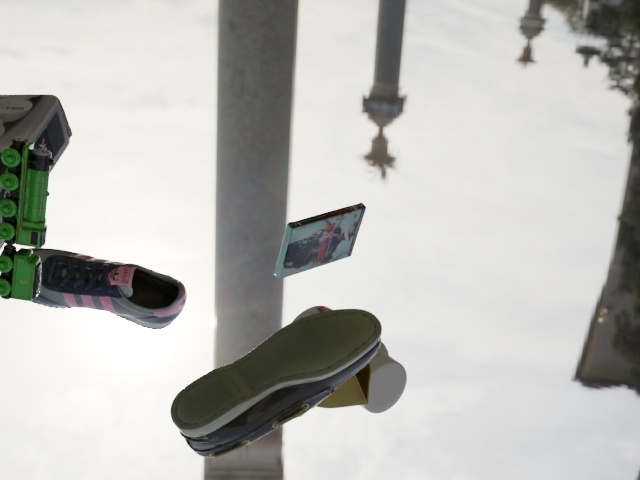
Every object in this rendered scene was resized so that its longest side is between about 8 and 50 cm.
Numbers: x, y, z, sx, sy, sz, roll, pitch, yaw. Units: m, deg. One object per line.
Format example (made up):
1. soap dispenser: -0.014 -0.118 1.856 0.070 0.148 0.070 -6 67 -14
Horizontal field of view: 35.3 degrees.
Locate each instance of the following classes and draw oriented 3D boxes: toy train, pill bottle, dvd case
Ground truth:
1. toy train: -0.145 -0.009 0.491 0.023 0.083 0.017 9 -162 -3
2. pill bottle: 0.037 0.176 1.466 0.108 0.108 0.180 -13 -153 -34
3. dvd case: 0.000 0.000 1.278 0.119 0.087 0.013 -17 -131 -36

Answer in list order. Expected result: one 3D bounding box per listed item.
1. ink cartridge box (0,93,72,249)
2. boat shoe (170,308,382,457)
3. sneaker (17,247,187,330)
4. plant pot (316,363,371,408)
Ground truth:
1. ink cartridge box: -0.276 -0.010 0.573 0.206 0.045 0.208 2 -136 15
2. boat shoe: -0.038 0.144 1.019 0.227 0.069 0.081 -25 -138 -6
3. sneaker: -0.383 0.066 1.748 0.319 0.112 0.131 14 154 -22
4. plant pot: 0.007 0.152 1.206 0.083 0.081 0.081 -16 -156 14
